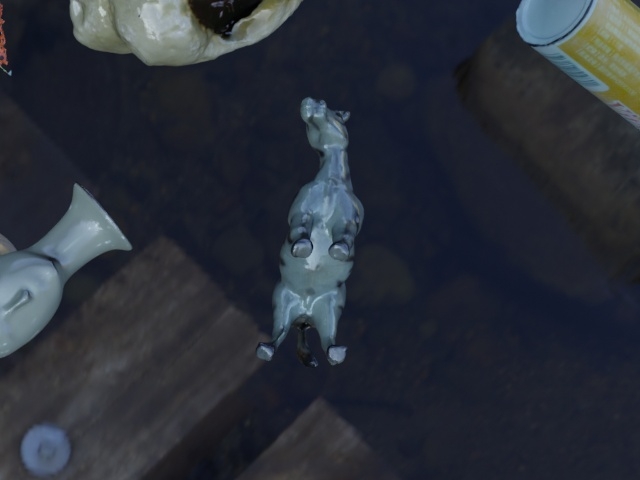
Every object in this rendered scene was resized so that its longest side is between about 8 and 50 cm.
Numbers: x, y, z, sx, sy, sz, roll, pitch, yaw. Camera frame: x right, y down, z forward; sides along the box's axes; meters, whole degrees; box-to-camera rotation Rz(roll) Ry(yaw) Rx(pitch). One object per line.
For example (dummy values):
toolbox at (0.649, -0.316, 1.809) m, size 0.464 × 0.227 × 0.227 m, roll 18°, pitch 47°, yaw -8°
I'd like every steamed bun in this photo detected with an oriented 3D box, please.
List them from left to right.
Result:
steamed bun at (-0.101, -0.190, 1.167) m, size 0.172 × 0.141 × 0.155 m, roll 24°, pitch 67°, yaw 27°

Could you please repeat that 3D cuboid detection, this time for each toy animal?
toy animal at (0.000, -0.001, 1.571) m, size 0.090 × 0.170 × 0.255 m, roll 12°, pitch 96°, yaw 0°

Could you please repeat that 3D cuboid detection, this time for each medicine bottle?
medicine bottle at (0.362, -0.134, 1.666) m, size 0.426 × 0.108 × 0.108 m, roll 30°, pitch 56°, yaw -38°

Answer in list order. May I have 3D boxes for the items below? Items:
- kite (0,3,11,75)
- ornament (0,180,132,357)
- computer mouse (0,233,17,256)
kite at (-0.406, -0.293, 1.887) m, size 0.125 × 0.008 × 0.222 m, roll -9°, pitch 106°, yaw -38°
ornament at (-0.232, 0.031, 1.360) m, size 0.156 × 0.081 × 0.075 m, roll -41°, pitch 106°, yaw -9°
computer mouse at (-0.393, 0.035, 1.558) m, size 0.236 × 0.145 × 0.082 m, roll 2°, pitch 45°, yaw -39°
